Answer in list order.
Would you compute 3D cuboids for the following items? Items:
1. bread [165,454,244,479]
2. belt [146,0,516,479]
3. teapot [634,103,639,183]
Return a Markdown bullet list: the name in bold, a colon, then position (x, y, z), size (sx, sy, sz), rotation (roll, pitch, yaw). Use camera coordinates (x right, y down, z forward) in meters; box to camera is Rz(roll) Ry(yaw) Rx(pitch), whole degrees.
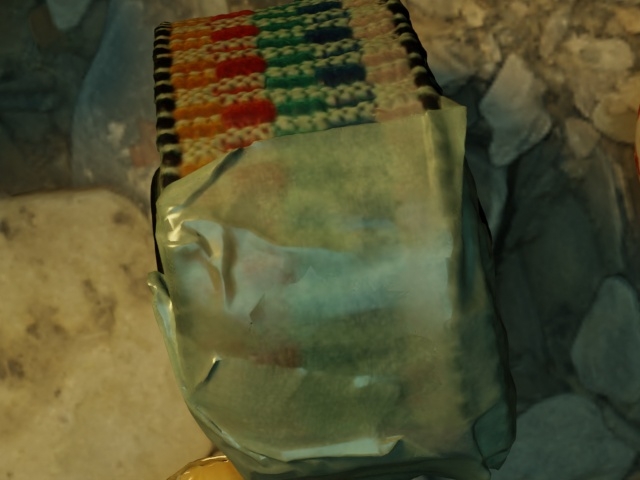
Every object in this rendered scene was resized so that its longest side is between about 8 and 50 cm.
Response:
- **bread**: position (-0.040, 0.236, 0.654), size (0.179, 0.133, 0.250), rotation (22, 80, 27)
- **belt**: position (0.000, 0.000, 0.586), size (0.150, 0.257, 0.207), rotation (-13, 133, 0)
- **teapot**: position (0.241, -0.062, 0.656), size (0.159, 0.116, 0.245), rotation (-25, 91, 14)
